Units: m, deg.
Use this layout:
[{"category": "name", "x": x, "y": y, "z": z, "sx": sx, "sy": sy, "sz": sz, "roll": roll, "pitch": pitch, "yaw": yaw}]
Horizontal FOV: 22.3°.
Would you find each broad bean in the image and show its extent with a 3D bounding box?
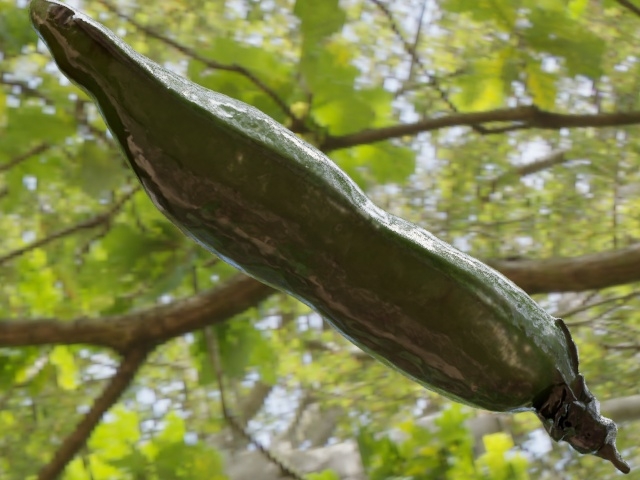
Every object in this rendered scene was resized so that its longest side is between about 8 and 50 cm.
[{"category": "broad bean", "x": 0.000, "y": 0.000, "z": 0.732, "sx": 0.339, "sy": 0.077, "sz": 0.061, "roll": 33, "pitch": -116, "yaw": 1}]
